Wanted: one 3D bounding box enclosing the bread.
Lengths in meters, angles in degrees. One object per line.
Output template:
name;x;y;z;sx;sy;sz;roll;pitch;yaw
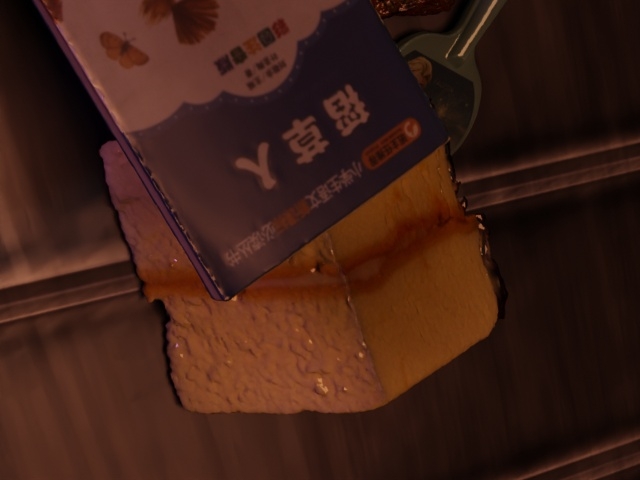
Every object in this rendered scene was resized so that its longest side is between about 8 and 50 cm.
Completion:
bread;0.000;0.000;2.031;0.405;0.242;0.346;-39;123;-59

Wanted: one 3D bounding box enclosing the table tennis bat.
table tennis bat;0.133;-0.183;2.091;0.149;0.038;0.237;39;81;-35

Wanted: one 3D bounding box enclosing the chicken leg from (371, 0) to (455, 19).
chicken leg;0.053;-0.251;1.992;0.234;0.063;0.105;-29;124;-29

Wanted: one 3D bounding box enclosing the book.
book;-0.091;-0.198;1.760;0.300;0.039;0.428;-37;101;-29
